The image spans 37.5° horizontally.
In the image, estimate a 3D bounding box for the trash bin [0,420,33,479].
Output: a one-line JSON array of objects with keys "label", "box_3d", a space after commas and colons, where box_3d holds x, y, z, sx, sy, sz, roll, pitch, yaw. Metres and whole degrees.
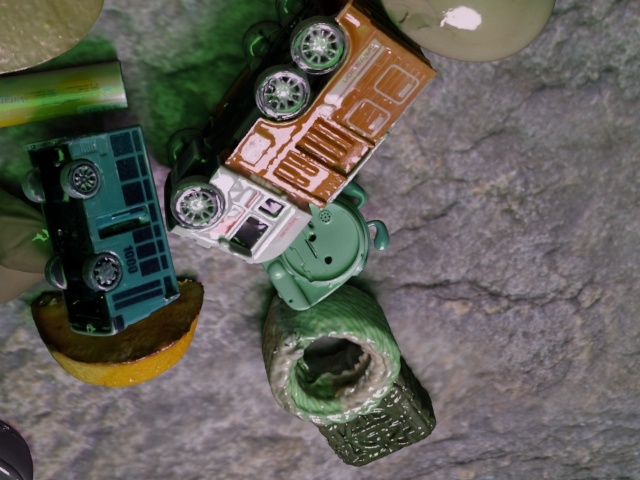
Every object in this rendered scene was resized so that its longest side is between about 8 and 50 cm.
[{"label": "trash bin", "box_3d": [-0.588, 0.386, 1.523, 0.236, 0.101, 0.177, -11, 127, -3]}]

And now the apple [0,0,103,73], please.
[{"label": "apple", "box_3d": [-0.344, -0.340, 0.998, 0.257, 0.233, 0.295, 2, 148, -37]}]

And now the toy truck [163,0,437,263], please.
[{"label": "toy truck", "box_3d": [-0.036, -0.147, 1.239, 0.207, 0.173, 0.387, 30, 113, -27]}]

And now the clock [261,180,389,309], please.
[{"label": "clock", "box_3d": [0.000, 0.000, 1.383, 0.188, 0.060, 0.148, -34, 90, 2]}]

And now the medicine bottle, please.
[{"label": "medicine bottle", "box_3d": [-0.360, -0.183, 1.208, 0.218, 0.074, 0.074, -10, 125, -9]}]

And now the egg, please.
[{"label": "egg", "box_3d": [0.169, -0.337, 1.134, 0.219, 0.219, 0.269, -32, 110, 9]}]

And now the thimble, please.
[{"label": "thimble", "box_3d": [0.008, 0.171, 1.481, 0.219, 0.150, 0.219, -7, 124, -10]}]

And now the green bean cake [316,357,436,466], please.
[{"label": "green bean cake", "box_3d": [0.086, 0.293, 1.624, 0.185, 0.094, 0.183, -27, 126, 12]}]

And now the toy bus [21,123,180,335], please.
[{"label": "toy bus", "box_3d": [-0.281, -0.016, 1.232, 0.147, 0.128, 0.256, -21, 103, -42]}]

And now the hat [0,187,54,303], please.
[{"label": "hat", "box_3d": [-0.430, 0.030, 1.308, 0.166, 0.144, 0.173, 35, 88, -28]}]

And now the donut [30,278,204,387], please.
[{"label": "donut", "box_3d": [-0.298, 0.147, 1.395, 0.259, 0.152, 0.101, -3, 131, -8]}]
